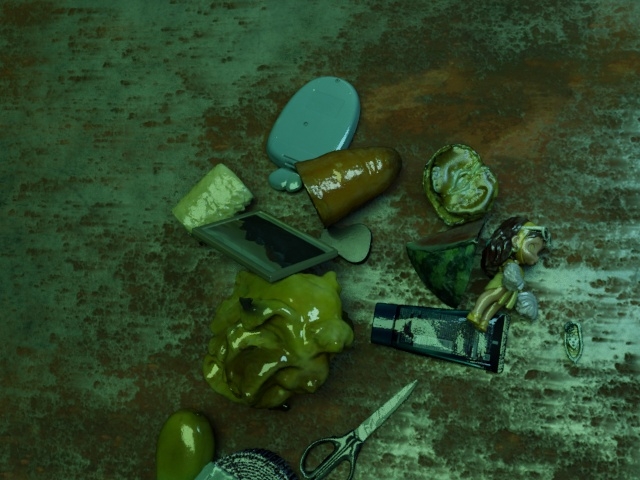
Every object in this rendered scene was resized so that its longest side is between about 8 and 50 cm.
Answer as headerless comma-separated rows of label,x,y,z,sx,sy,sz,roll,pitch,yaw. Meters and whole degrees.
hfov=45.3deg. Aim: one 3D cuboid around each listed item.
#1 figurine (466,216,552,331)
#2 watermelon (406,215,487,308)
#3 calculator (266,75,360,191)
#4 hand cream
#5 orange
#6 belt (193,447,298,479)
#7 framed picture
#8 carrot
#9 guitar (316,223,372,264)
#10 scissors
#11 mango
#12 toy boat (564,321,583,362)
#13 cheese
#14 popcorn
figurine,0.368,0.066,1.505,0.116,0.175,0.240,10,68,35
watermelon,0.263,0.009,1.551,0.136,0.207,0.202,21,60,-6
calculator,-0.022,-0.246,1.767,0.188,0.042,0.302,23,76,20
hand cream,0.239,0.187,1.549,0.271,0.061,0.120,8,76,12
orange,0.290,-0.116,1.604,0.160,0.112,0.169,13,99,7
belt,-0.157,0.565,1.478,0.261,0.122,0.324,14,82,9
framed picture,-0.118,0.004,1.617,0.265,0.192,0.018,27,124,39
carrot,0.073,-0.133,1.654,0.225,0.159,0.159,-21,68,-4
guitar,0.000,0.000,1.688,0.234,0.025,0.088,6,75,16
scissors,0.086,0.383,1.540,0.300,0.022,0.109,-43,71,-3
mango,-0.284,0.445,1.581,0.130,0.092,0.194,19,84,18
toy boat,0.491,0.197,1.485,0.038,0.038,0.083,-4,70,14
cheese,-0.246,-0.084,1.745,0.167,0.094,0.123,-43,65,-2
popcorn,-0.084,0.185,1.531,0.298,0.281,0.315,3,59,34
